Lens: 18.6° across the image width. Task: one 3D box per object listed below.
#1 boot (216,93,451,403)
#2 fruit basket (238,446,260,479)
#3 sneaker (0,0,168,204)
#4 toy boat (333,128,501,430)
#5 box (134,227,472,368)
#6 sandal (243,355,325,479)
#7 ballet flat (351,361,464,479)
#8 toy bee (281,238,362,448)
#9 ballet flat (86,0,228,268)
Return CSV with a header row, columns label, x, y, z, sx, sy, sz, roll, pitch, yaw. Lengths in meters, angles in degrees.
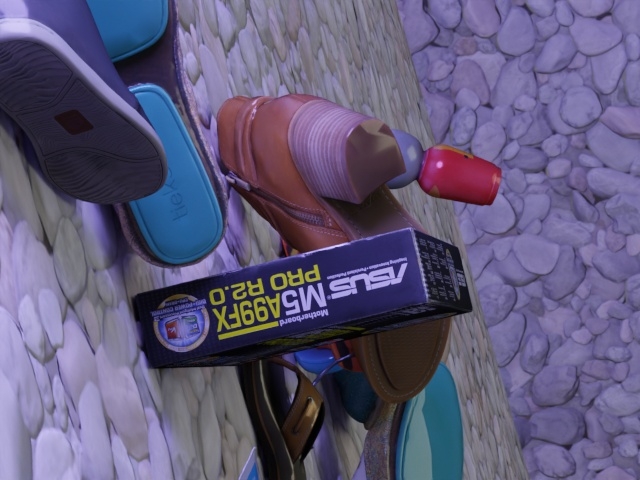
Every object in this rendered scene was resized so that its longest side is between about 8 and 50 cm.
label,x,y,z,sx,sy,sz,roll,pitch,yaw
boot,0.000,0.000,1.772,0.220,0.109,0.283,15,-49,53
fruit basket,-0.021,0.333,1.148,0.327,0.165,0.353,-51,137,-77
sneaker,-0.161,-0.118,1.279,0.222,0.083,0.118,59,20,-56
toy boat,0.079,0.030,2.100,0.267,0.148,0.318,-86,-168,-63
box,-0.004,0.049,1.533,0.270,0.216,0.060,17,61,-79
sandal,-0.022,0.167,1.718,0.090,0.060,0.219,32,46,-76
ballet flat,0.081,0.287,1.949,0.123,0.123,0.349,54,30,-64
toy bee,0.043,0.080,1.906,0.195,0.162,0.298,65,15,-54
ballet flat,-0.148,-0.131,1.387,0.106,0.107,0.316,-131,-153,-67
